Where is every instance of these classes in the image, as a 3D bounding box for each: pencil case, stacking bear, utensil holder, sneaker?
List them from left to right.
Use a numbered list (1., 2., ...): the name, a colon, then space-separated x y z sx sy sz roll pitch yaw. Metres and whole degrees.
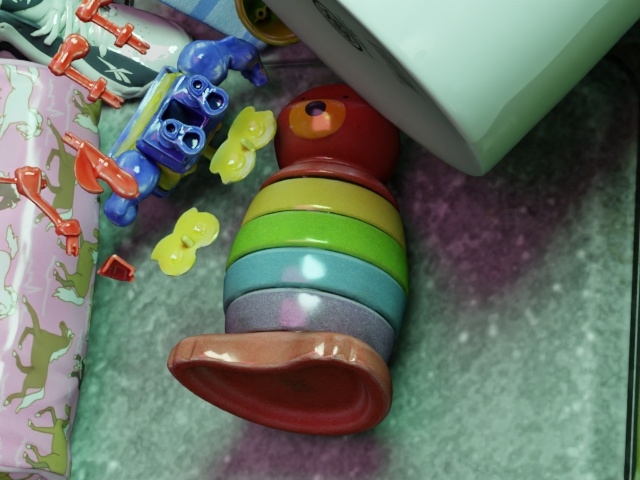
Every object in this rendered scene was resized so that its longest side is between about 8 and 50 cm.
1. pencil case: -0.289 0.038 1.671 0.167 0.160 0.386 -20 63 52
2. sneaker: -0.238 -0.206 1.716 0.235 0.153 0.094 18 76 15
3. stacking bear: 0.000 0.000 1.569 0.175 0.164 0.289 -3 61 23
4. utensil holder: 0.141 -0.289 1.428 0.385 0.327 0.327 -46 63 -3

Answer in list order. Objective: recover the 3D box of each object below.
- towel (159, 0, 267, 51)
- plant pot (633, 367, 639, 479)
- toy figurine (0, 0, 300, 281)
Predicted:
1. towel: -0.053 -0.294 1.613 0.285 0.209 0.034 -44 34 32
2. plant pot: 0.375 0.075 1.313 0.366 0.366 0.353 18 93 26
3. toy figurine: -0.135 -0.138 1.642 0.191 0.217 0.363 31 81 -9
